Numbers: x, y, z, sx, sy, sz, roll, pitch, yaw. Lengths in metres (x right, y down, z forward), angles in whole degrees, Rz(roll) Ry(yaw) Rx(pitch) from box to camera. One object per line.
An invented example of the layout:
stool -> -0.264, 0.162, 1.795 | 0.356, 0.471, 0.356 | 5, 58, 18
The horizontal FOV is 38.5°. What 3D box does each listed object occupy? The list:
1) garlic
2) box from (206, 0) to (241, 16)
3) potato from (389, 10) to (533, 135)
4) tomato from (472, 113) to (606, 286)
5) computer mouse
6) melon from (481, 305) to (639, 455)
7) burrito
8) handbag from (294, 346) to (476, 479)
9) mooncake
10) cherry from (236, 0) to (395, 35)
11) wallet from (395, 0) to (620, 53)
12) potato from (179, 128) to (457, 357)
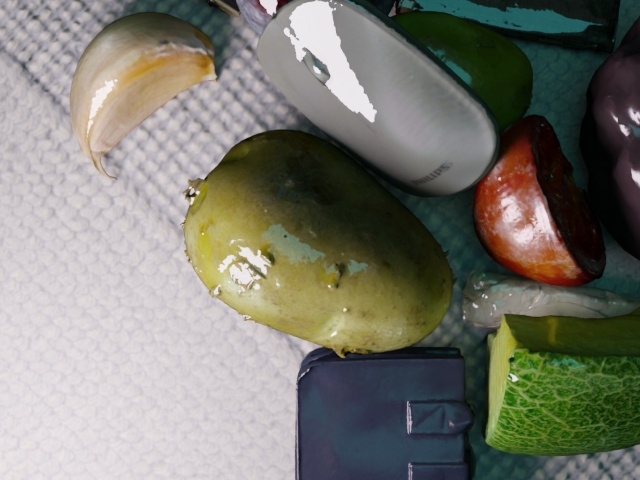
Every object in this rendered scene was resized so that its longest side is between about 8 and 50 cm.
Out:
garlic -> -0.260, -0.217, 1.272 | 0.245, 0.145, 0.164 | -43, 118, 1
box -> -0.136, -0.369, 1.295 | 0.079, 0.035, 0.083 | 27, 87, -30
potato -> 0.164, -0.216, 1.238 | 0.253, 0.148, 0.186 | 0, 66, -6
tomato -> 0.276, -0.038, 1.218 | 0.139, 0.200, 0.233 | -24, 91, 29
computer mouse -> 0.072, -0.167, 1.118 | 0.331, 0.197, 0.095 | 36, 48, -17
melon -> 0.382, 0.157, 1.156 | 0.343, 0.331, 0.226 | -1, 56, 5
burrito -> 0.334, 0.095, 1.266 | 0.275, 0.059, 0.082 | 8, 118, 0
handbag -> 0.100, 0.306, 1.229 | 0.269, 0.118, 0.326 | 1, 95, 2
mooncake -> 0.524, -0.148, 1.191 | 0.350, 0.212, 0.381 | 37, 77, 7
cherry -> 0.003, -0.372, 1.190 | 0.218, 0.296, 0.255 | 24, 113, -11
wallet -> 0.272, -0.370, 1.301 | 0.317, 0.044, 0.169 | 9, 86, 1
potato -> -0.004, 0.014, 1.177 | 0.359, 0.219, 0.270 | 35, 49, 10
